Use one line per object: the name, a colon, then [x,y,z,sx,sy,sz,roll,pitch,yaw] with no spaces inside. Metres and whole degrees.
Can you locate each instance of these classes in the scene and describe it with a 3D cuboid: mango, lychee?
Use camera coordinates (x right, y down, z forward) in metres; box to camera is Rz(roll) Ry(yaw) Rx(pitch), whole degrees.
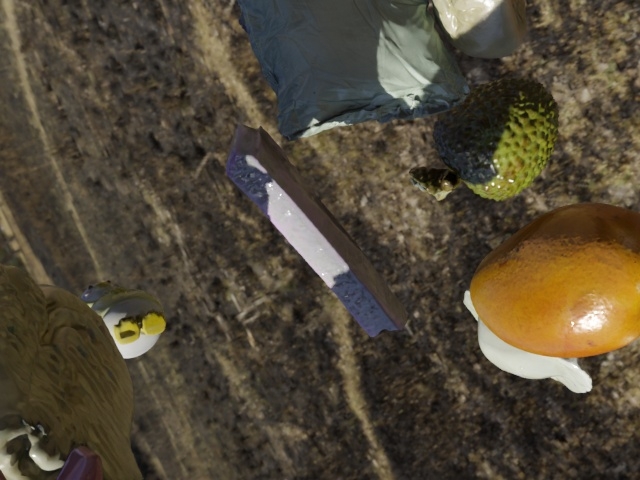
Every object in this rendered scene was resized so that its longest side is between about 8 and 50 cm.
mango: [0.222,0.041,0.680,0.217,0.102,0.141,-12,89,58]
lychee: [0.370,-0.215,1.555,0.269,0.320,0.270,29,174,3]

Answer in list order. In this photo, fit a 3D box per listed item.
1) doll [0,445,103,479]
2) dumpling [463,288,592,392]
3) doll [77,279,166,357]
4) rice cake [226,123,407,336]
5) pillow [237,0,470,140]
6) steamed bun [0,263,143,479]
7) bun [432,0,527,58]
doll: [-0.151,0.226,0.372,0.093,0.211,0.262,6,132,51]
dumpling: [0.335,0.162,1.113,0.252,0.131,0.179,28,159,54]
doll: [-0.389,0.131,1.342,0.296,0.141,0.117,25,130,49]
rice cake: [0.000,0.000,0.913,0.365,0.056,0.073,50,-152,-29]
pillow: [0.047,-0.285,1.051,0.138,0.309,0.284,111,146,-65]
steamed bun: [-0.324,0.180,0.713,0.280,0.207,0.268,66,-176,34]
bun: [0.223,-0.365,1.036,0.127,0.179,0.193,-7,147,26]
